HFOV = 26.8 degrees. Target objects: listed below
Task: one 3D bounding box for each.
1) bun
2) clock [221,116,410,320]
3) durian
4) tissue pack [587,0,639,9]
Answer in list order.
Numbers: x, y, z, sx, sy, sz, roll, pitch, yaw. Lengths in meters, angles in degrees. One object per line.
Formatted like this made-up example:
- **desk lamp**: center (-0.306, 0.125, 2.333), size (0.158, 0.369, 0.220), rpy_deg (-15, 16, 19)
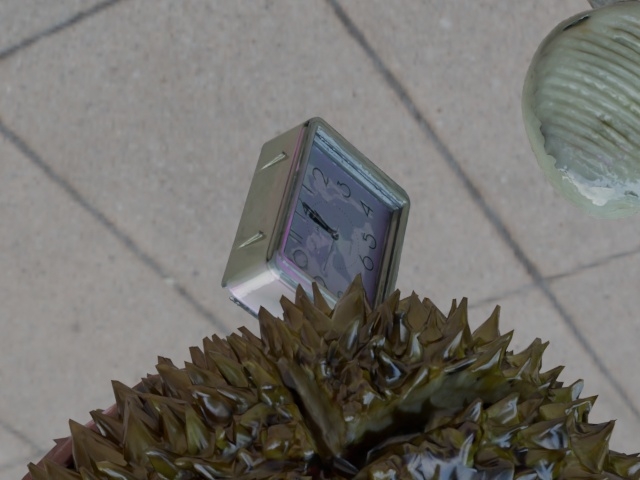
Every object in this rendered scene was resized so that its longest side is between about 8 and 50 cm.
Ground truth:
- **bun**: center (0.331, -0.140, 1.446), size (0.239, 0.239, 0.141), rpy_deg (-2, 168, -2)
- **clock**: center (0.000, 0.000, 1.230), size (0.071, 0.192, 0.147), rpy_deg (-27, 125, 38)
- **durian**: center (0.006, 0.205, 0.587), size (0.348, 0.347, 0.384), rpy_deg (10, 95, -16)
- **tissue pack**: center (0.532, -0.340, 1.690), size (0.306, 0.238, 0.238), rpy_deg (-20, 144, -16)
